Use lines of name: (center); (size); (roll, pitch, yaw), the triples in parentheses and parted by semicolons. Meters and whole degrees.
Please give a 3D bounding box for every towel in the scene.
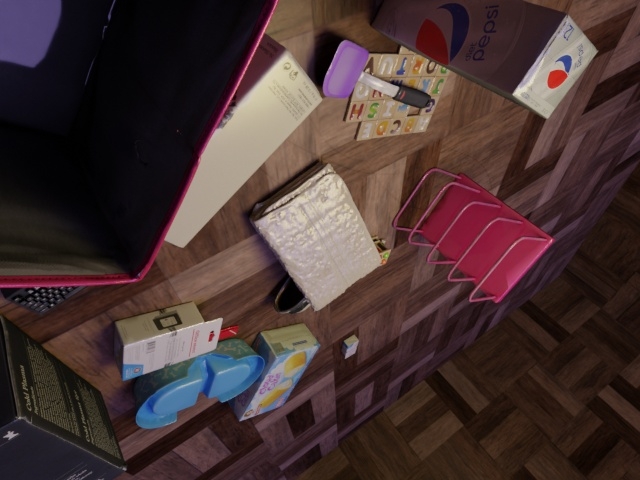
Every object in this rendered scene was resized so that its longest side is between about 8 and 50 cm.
towel: (0.000, 0.000, 0.810); (0.187, 0.049, 0.282); (-35, 126, -8)

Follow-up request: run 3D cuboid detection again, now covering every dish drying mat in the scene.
dish drying mat: (-0.224, 0.212, 0.923); (0.083, 0.008, 0.032); (-10, 136, -39)

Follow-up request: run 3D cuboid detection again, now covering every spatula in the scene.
spatula: (0.109, -0.258, 0.695); (0.297, 0.030, 0.084); (-2, 131, -45)

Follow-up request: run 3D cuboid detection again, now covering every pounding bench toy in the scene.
pounding bench toy: (0.149, 0.028, 1.046); (0.083, 0.065, 0.052); (-19, 140, -32)

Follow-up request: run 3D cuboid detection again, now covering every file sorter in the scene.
file sorter: (0.350, -0.018, 1.001); (0.182, 0.290, 0.202); (4, 125, -45)

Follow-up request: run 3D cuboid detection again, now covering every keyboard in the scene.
keyboard: (-0.347, 0.034, 0.582); (0.180, 0.023, 0.108); (-36, 146, -11)

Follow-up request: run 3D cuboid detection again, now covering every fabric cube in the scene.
fabric cube: (-0.237, -0.148, 0.274); (0.254, 0.258, 0.259); (7, 123, -50)

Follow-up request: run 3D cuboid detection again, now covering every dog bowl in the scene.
dog bowl: (-0.272, 0.311, 0.928); (0.297, 0.074, 0.165); (-10, 135, -40)

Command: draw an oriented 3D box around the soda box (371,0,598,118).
soda box: (0.195, -0.271, 0.545); (0.098, 0.286, 0.091); (7, 123, -40)

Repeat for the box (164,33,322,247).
box: (-0.139, -0.131, 0.529); (0.275, 0.113, 0.094); (-46, 146, 4)

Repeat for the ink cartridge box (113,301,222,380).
ink cartridge box: (-0.286, 0.182, 0.778); (0.180, 0.060, 0.104); (-11, 135, -38)

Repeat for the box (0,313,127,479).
box: (-0.526, 0.324, 0.585); (0.343, 0.179, 0.312); (-29, 146, -20)

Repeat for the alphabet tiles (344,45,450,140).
alphabet tiles: (0.149, -0.279, 0.749); (0.237, 0.009, 0.198); (-17, 140, -34)

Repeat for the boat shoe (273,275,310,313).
boat shoe: (-0.018, 0.075, 0.910); (0.233, 0.084, 0.079); (-51, 150, 17)

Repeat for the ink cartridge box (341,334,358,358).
ink cartridge box: (0.099, 0.366, 1.413); (0.048, 0.028, 0.083); (-22, 142, -27)

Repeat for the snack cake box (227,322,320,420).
snack cake box: (-0.131, 0.352, 1.106); (0.152, 0.089, 0.264); (-2, 130, -46)
